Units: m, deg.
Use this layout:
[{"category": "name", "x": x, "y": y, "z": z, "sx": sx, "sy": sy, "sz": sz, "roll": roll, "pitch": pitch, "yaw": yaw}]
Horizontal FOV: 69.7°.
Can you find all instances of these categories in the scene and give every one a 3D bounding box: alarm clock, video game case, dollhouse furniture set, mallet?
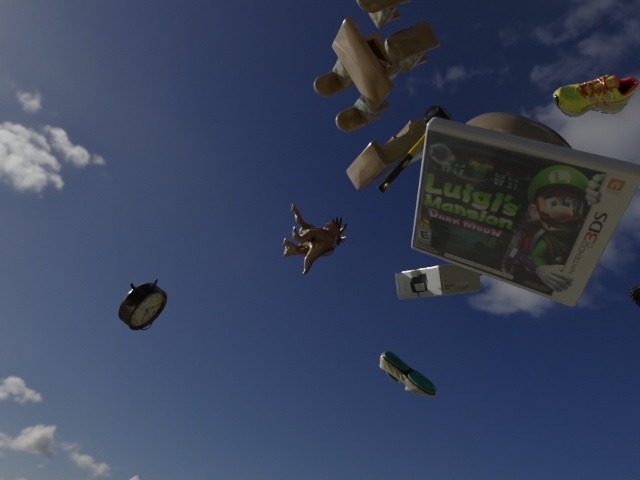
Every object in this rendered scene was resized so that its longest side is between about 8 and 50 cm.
[{"category": "alarm clock", "x": -0.489, "y": 0.190, "z": 1.266, "sx": 0.064, "sy": 0.129, "sz": 0.192, "roll": 31, "pitch": -42, "yaw": 18}, {"category": "video game case", "x": 0.192, "y": -0.026, "z": 0.477, "sx": 0.190, "sy": 0.022, "sz": 0.173, "roll": 22, "pitch": -42, "yaw": 25}, {"category": "dollhouse furniture set", "x": 0.126, "y": -0.373, "z": 1.200, "sx": 0.394, "sy": 0.256, "sz": 0.362, "roll": 59, "pitch": -23, "yaw": 4}, {"category": "mallet", "x": 0.184, "y": -0.164, "z": 0.880, "sx": 0.062, "sy": 0.039, "sz": 0.190, "roll": 26, "pitch": -73, "yaw": -30}]

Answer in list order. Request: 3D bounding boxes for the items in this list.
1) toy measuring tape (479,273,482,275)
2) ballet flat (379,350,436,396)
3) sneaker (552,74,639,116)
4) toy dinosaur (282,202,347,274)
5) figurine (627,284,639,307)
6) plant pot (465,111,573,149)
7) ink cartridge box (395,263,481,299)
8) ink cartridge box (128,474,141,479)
[{"category": "toy measuring tape", "x": 0.588, "y": 0.064, "z": 1.593, "sx": 0.121, "sy": 0.121, "sz": 0.330, "roll": -12, "pitch": -11, "yaw": 31}, {"category": "ballet flat", "x": 0.213, "y": 0.338, "z": 1.129, "sx": 0.168, "sy": 0.057, "sz": 0.052, "roll": 36, "pitch": -60, "yaw": 40}, {"category": "sneaker", "x": 0.653, "y": -0.355, "z": 1.090, "sx": 0.208, "sy": 0.081, "sz": 0.094, "roll": -8, "pitch": -22, "yaw": -12}, {"category": "toy dinosaur", "x": 0.000, "y": 0.000, "z": 1.358, "sx": 0.200, "sy": 0.296, "sz": 0.127, "roll": 14, "pitch": -67, "yaw": -12}, {"category": "figurine", "x": 0.875, "y": 0.075, "z": 1.076, "sx": 0.215, "sy": 0.092, "sz": 0.209, "roll": -7, "pitch": -41, "yaw": -31}, {"category": "plant pot", "x": 0.415, "y": -0.119, "z": 0.941, "sx": 0.284, "sy": 0.284, "sz": 0.191, "roll": 40, "pitch": -4, "yaw": -26}, {"category": "ink cartridge box", "x": 0.294, "y": 0.103, "z": 1.159, "sx": 0.127, "sy": 0.072, "sz": 0.175, "roll": -2, "pitch": -9, "yaw": -28}, {"category": "ink cartridge box", "x": -0.322, "y": 0.496, "z": 0.734, "sx": 0.208, "sy": 0.153, "sz": 0.087, "roll": -1, "pitch": -69, "yaw": 56}]
